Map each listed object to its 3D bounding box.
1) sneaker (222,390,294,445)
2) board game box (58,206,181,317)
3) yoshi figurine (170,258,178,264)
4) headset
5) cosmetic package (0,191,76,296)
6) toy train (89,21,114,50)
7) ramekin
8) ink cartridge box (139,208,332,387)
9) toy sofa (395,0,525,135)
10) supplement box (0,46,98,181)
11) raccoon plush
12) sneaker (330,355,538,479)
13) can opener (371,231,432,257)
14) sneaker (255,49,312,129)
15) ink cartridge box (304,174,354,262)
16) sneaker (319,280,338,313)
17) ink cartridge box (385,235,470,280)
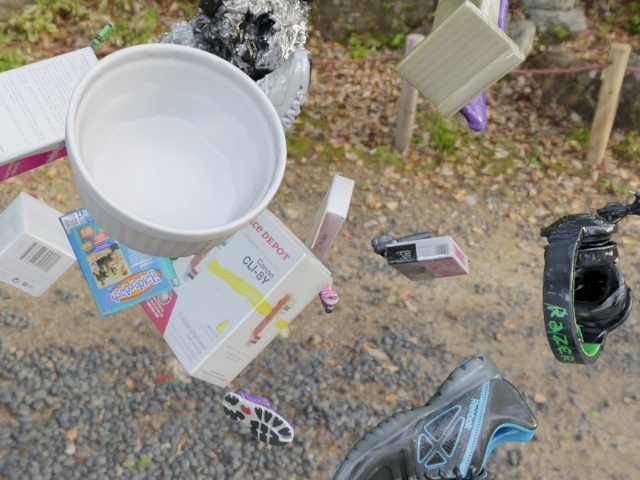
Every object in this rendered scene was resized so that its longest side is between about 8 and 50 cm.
[{"bbox_3d":[-0.110,0.328,1.239,0.170,0.068,0.071,24,21,34],"label":"sneaker"},{"bbox_3d":[-0.385,0.022,1.248,0.160,0.210,0.047,-21,3,6],"label":"board game box"},{"bbox_3d":[-0.397,0.048,1.882,0.203,0.362,0.203,-27,53,9],"label":"yoshi figurine"},{"bbox_3d":[0.503,0.048,1.156,0.185,0.243,0.394,-3,33,36],"label":"headset"},{"bbox_3d":[-0.724,0.009,1.617,0.151,0.151,0.184,38,14,-40],"label":"cosmetic package"},{"bbox_3d":[-0.528,-0.494,1.563,0.017,0.083,0.024,37,-2,-5],"label":"toy train"},{"bbox_3d":[-0.148,-0.081,0.650,0.207,0.109,0.207,9,65,-20],"label":"ramekin"},{"bbox_3d":[-0.209,0.115,1.574,0.385,0.160,0.279,-45,56,0],"label":"ink cartridge box"},{"bbox_3d":[0.254,-0.350,1.033,0.177,0.150,0.362,36,44,-18],"label":"toy sofa"},{"bbox_3d":[-0.399,-0.166,0.886,0.220,0.114,0.111,-32,6,-32],"label":"supplement box"},{"bbox_3d":[-0.142,-0.466,1.424,0.446,0.216,0.299,-35,20,-29],"label":"raccoon plush"},{"bbox_3d":[0.157,0.308,0.928,0.341,0.125,0.139,-35,59,-12],"label":"sneaker"},{"bbox_3d":[0.247,0.005,1.959,0.186,0.073,0.059,-12,-13,4],"label":"can opener"},{"bbox_3d":[-0.113,-0.253,1.230,0.118,0.292,0.110,23,46,-22],"label":"sneaker"},{"bbox_3d":[0.000,0.000,1.840,0.066,0.296,0.261,20,56,-5],"label":"ink cartridge box"},{"bbox_3d":[0.012,0.139,1.643,0.047,0.057,0.119,-5,34,-10],"label":"sneaker"},{"bbox_3d":[0.319,0.062,1.853,0.175,0.069,0.371,-9,-13,19],"label":"ink cartridge box"}]
